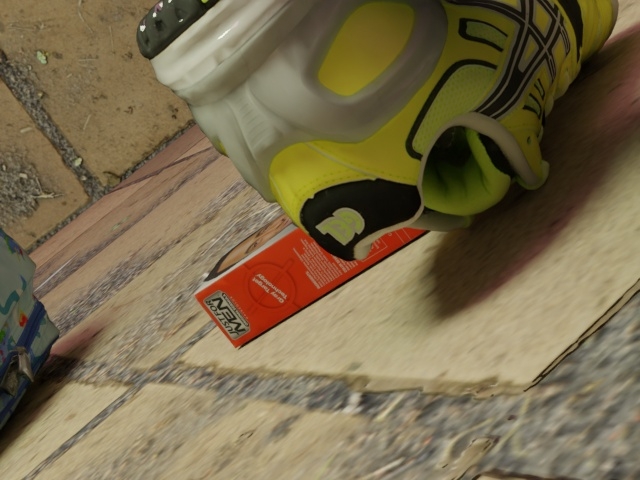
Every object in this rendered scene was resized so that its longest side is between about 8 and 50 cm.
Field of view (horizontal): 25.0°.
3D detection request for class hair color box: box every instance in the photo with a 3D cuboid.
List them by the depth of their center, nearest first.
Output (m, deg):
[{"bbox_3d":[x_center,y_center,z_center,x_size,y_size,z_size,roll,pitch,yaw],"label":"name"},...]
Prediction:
[{"bbox_3d":[0.000,0.000,0.832,0.141,0.043,0.072,-33,11,24],"label":"hair color box"}]

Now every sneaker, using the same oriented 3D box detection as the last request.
[{"bbox_3d":[0.060,-0.077,0.755,0.145,0.147,0.385,-33,-8,35],"label":"sneaker"}]

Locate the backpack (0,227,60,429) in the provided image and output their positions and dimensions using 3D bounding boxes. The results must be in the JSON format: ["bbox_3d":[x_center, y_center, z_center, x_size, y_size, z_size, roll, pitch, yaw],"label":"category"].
[{"bbox_3d":[-0.363,0.098,1.152,0.290,0.273,0.355,-35,31,25],"label":"backpack"}]
